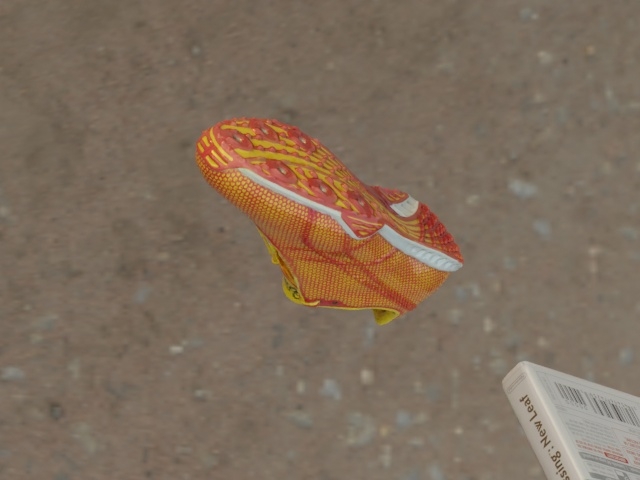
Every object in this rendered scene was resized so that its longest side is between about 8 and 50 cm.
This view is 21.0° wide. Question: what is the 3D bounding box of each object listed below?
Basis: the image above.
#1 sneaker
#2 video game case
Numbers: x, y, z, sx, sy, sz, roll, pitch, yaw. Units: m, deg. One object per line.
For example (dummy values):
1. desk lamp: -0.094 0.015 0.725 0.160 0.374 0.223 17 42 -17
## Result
1. sneaker: 0.000 0.000 0.745 0.067 0.064 0.175 -43 142 13
2. video game case: 0.206 0.160 0.899 0.212 0.023 0.193 20 32 -36
